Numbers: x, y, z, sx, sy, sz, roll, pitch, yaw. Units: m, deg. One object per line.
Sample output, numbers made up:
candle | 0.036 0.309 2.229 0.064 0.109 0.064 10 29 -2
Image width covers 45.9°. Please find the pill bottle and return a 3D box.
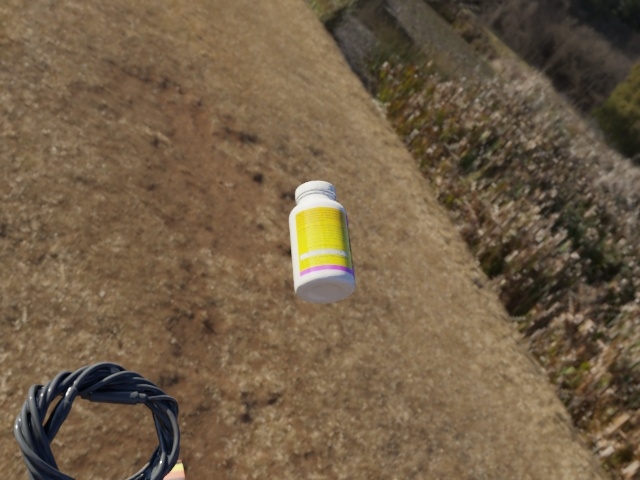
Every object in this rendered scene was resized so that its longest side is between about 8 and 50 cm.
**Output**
pill bottle | 0.000 0.000 0.544 0.043 0.043 0.083 22 52 -41

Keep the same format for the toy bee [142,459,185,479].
toy bee | -0.159 0.431 0.930 0.298 0.195 0.162 61 -14 -6

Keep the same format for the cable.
cable | -0.221 0.198 0.772 0.184 0.047 0.151 -17 73 -51
